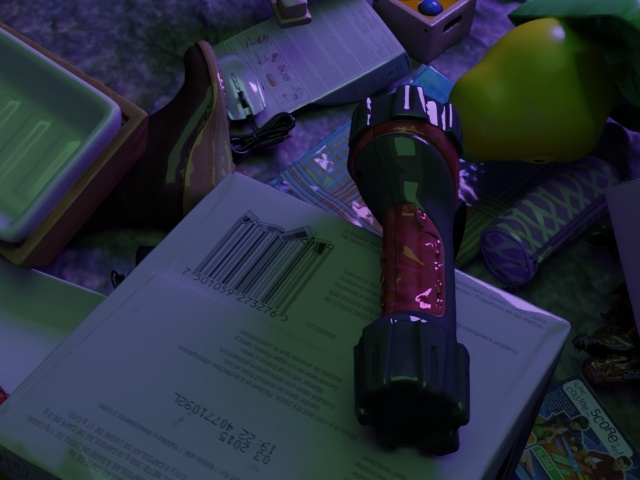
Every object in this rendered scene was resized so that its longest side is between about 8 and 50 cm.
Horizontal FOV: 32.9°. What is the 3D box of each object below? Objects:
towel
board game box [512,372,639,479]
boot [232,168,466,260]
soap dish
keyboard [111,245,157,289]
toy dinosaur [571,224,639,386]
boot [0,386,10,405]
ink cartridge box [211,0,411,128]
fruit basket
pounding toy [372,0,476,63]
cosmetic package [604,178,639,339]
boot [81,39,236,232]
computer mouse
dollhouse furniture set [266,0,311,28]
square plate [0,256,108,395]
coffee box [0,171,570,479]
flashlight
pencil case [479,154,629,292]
[{"bbox_3d":[0.122,-0.076,1.400,0.271,0.040,0.370,36,57,26],"label":"towel"},{"bbox_3d":[0.270,0.246,1.136,0.136,0.035,0.201,-18,53,-17],"label":"board game box"},{"bbox_3d":[0.000,0.000,1.272,0.280,0.096,0.264,35,86,27],"label":"boot"},{"bbox_3d":[-0.370,-0.118,1.310,0.290,0.118,0.229,32,78,26],"label":"soap dish"},{"bbox_3d":[-0.183,0.075,1.193,0.100,0.038,0.192,-2,49,-6],"label":"keyboard"},{"bbox_3d":[0.422,0.052,1.264,0.321,0.164,0.218,-19,74,-36],"label":"toy dinosaur"},{"bbox_3d":[-0.414,0.195,1.046,0.244,0.088,0.176,-25,55,-32],"label":"boot"},{"bbox_3d":[-0.015,-0.259,1.553,0.232,0.066,0.189,-31,55,-1],"label":"ink cartridge box"},{"bbox_3d":[0.340,-0.190,1.312,0.283,0.392,0.392,39,50,-15],"label":"fruit basket"},{"bbox_3d":[0.155,-0.359,1.600,0.130,0.100,0.141,37,57,25],"label":"pounding toy"},{"bbox_3d":[0.423,0.072,1.136,0.160,0.113,0.310,-14,89,-15],"label":"cosmetic package"},{"bbox_3d":[-0.217,-0.135,1.372,0.206,0.090,0.249,-8,68,-4],"label":"boot"},{"bbox_3d":[-0.112,-0.196,1.475,0.106,0.042,0.193,-23,55,-9],"label":"computer mouse"},{"bbox_3d":[0.031,-0.431,1.630,0.303,0.174,0.356,-12,59,-12],"label":"dollhouse furniture set"},{"bbox_3d":[-0.364,0.174,1.153,0.347,0.049,0.344,19,51,12],"label":"square plate"},{"bbox_3d":[-0.033,0.211,0.949,0.337,0.334,0.338,25,50,18],"label":"coffee box"},{"bbox_3d":[0.065,0.009,0.847,0.103,0.103,0.304,7,46,-1],"label":"flashlight"},{"bbox_3d":[0.285,-0.027,1.333,0.206,0.086,0.088,-38,27,-28],"label":"pencil case"}]
